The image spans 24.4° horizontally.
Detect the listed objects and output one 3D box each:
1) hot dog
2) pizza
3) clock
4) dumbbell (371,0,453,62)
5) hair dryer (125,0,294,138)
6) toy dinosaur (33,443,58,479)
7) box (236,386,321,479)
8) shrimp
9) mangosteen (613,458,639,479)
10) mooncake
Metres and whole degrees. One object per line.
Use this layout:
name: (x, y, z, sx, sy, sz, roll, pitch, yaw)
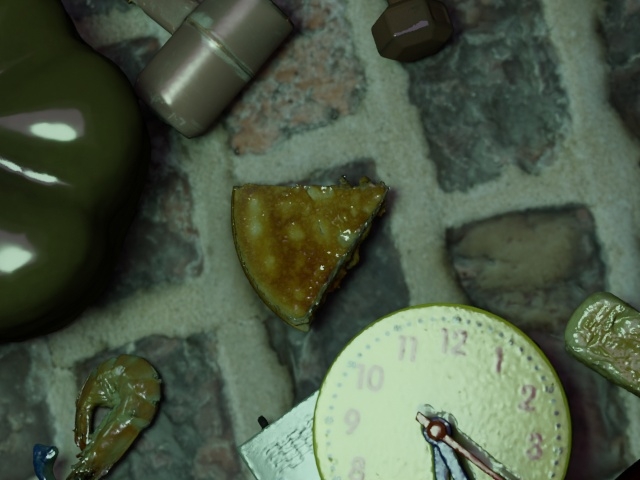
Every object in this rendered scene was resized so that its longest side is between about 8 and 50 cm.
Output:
hot dog: (0.374, 0.144, 1.576, 0.242, 0.073, 0.084, 31, 90, 13)
pizza: (0.000, 0.000, 1.690, 0.193, 0.053, 0.201, -22, 64, 8)
clock: (0.126, 0.207, 1.567, 0.277, 0.071, 0.293, 0, 79, 11)
dumbbell: (0.080, -0.323, 1.728, 0.082, 0.092, 0.230, -28, 73, 34)
hair dryer: (-0.210, -0.285, 1.785, 0.344, 0.107, 0.189, 41, 91, 25)
toy dinosaur: (-0.267, 0.370, 1.655, 0.188, 0.075, 0.247, 16, 91, 9)
box: (0.065, 0.225, 1.636, 0.270, 0.045, 0.211, -37, 74, 2)
shrimp: (-0.252, 0.212, 1.706, 0.099, 0.041, 0.180, 30, 87, 19)
mangosteen: (0.396, 0.361, 1.429, 0.307, 0.307, 0.346, 1, 107, 12)
mooncake: (-0.424, -0.091, 1.659, 0.467, 0.262, 0.466, 0, 79, 0)
